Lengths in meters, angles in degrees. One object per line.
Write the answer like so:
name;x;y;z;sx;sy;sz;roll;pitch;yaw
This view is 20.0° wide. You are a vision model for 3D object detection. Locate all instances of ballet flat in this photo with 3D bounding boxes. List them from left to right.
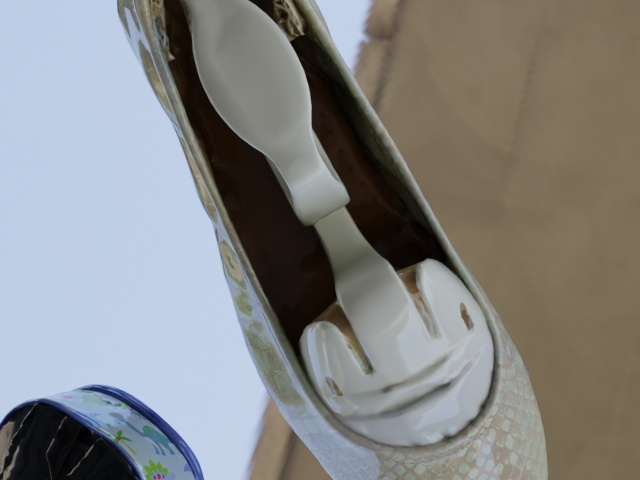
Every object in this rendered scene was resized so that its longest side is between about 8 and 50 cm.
ballet flat;0.000;0.000;0.409;0.057;0.052;0.168;-31;-87;-2

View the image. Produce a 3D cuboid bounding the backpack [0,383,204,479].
backpack;-0.101;0.122;0.781;0.105;0.084;0.114;32;-70;25
